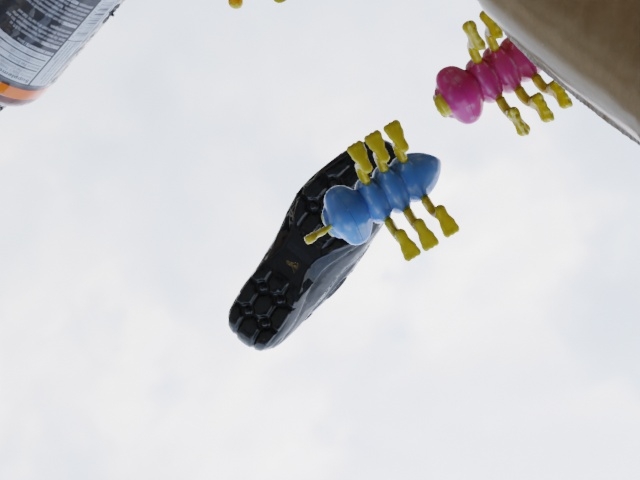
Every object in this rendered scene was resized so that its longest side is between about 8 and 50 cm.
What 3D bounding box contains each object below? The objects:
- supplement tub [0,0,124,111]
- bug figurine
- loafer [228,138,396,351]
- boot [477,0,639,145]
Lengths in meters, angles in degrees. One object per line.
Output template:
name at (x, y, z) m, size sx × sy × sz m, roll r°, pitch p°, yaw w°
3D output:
supplement tub at (-0.222, -0.173, 1.494) m, size 0.198 × 0.106 × 0.106 m, roll -43°, pitch -167°, yaw 32°
bug figurine at (0.041, -0.136, 1.334) m, size 0.216 × 0.279 × 0.072 m, roll -27°, pitch -174°, yaw -8°
loafer at (0.000, 0.000, 1.724) m, size 0.223 × 0.076 × 0.078 m, roll -53°, pitch 171°, yaw 19°
boot at (0.191, -0.143, 0.925) m, size 0.236 × 0.089 × 0.269 m, roll -49°, pitch -144°, yaw 16°
